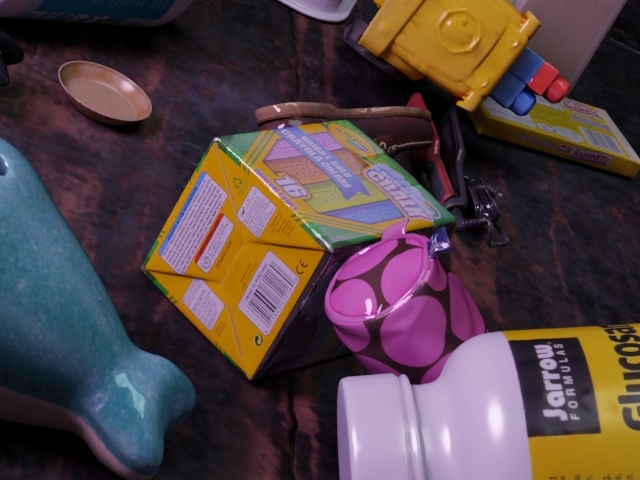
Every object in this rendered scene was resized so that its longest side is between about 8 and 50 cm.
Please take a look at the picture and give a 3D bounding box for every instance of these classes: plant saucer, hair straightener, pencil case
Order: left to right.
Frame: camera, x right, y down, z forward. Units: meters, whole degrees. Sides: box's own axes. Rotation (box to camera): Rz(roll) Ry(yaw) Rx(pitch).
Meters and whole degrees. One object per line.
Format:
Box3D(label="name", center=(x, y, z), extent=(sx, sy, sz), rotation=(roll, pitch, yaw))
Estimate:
Box3D(label="plant saucer", center=(-0.181, -0.119, 1.499), extent=(0.083, 0.015, 0.083), rotation=(23, 28, -13))
Box3D(label="pencil case", center=(0.092, 0.087, 1.250), extent=(0.209, 0.095, 0.098), rotation=(55, 27, -30))
Box3D(label="hair straightener", center=(0.137, -0.060, 1.668), extent=(0.089, 0.047, 0.230), rotation=(19, 24, -21))

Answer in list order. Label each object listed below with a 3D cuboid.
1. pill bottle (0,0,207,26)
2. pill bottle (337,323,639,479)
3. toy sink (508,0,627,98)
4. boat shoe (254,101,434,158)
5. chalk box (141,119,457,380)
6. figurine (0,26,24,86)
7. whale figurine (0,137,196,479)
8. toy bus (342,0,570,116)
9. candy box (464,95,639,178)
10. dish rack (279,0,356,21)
Box3D(label="pill bottle", center=(-0.198, -0.262, 1.579), extent=(0.264, 0.146, 0.146), rotation=(-2, 42, -46))
Box3D(label="pill bottle", center=(0.181, 0.146, 1.127), extent=(0.334, 0.188, 0.188), rotation=(-3, 34, -3))
Box3D(label="toy sink", center=(0.214, -0.290, 2.016), extent=(0.131, 0.153, 0.234), rotation=(12, 33, -30))
Box3D(label="boat shoe", center=(0.024, -0.080, 1.587), extent=(0.207, 0.073, 0.073), rotation=(-4, 81, -43))
Box3D(label="chalk box", center=(0.000, 0.000, 1.352), extent=(0.132, 0.132, 0.213), rotation=(43, 29, 23))
Box3D(label="figurine", center=(-0.326, -0.141, 1.329), extent=(0.209, 0.092, 0.215), rotation=(27, 28, -15))
Box3D(label="whale figurine", center=(-0.188, 0.031, 1.109), extent=(0.272, 0.141, 0.216), rotation=(35, 27, -1))
Box3D(label="toy bus", center=(0.145, -0.197, 1.774), extent=(0.211, 0.149, 0.220), rotation=(36, 6, -4))
Box3D(label="candy box", center=(0.236, -0.125, 1.897), extent=(0.206, 0.027, 0.105), rotation=(14, 29, -29))
Box3D(label="dish rack", center=(-0.059, -0.374, 1.983), extent=(0.285, 0.072, 0.333), rotation=(29, 29, -3))
